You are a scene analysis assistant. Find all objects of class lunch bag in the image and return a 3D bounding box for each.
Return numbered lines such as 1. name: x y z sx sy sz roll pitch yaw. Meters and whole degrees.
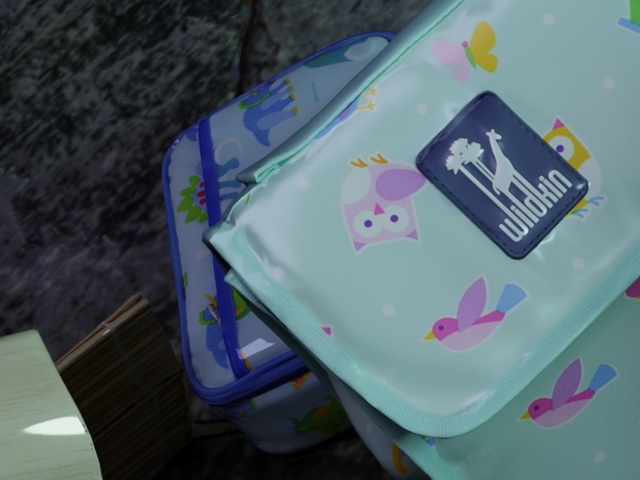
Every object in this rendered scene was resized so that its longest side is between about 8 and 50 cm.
1. lunch bag: 0.098 0.012 0.837 0.223 0.262 0.160 -44 29 -6
2. lunch bag: 0.000 0.000 1.050 0.176 0.090 0.219 -26 44 18

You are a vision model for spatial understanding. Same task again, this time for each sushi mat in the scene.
1. sushi mat: -0.193 0.158 0.953 0.316 0.151 0.019 -39 59 -21

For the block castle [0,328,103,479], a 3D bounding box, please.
1. block castle: -0.159 0.256 0.582 0.212 0.453 0.303 -16 4 -23
